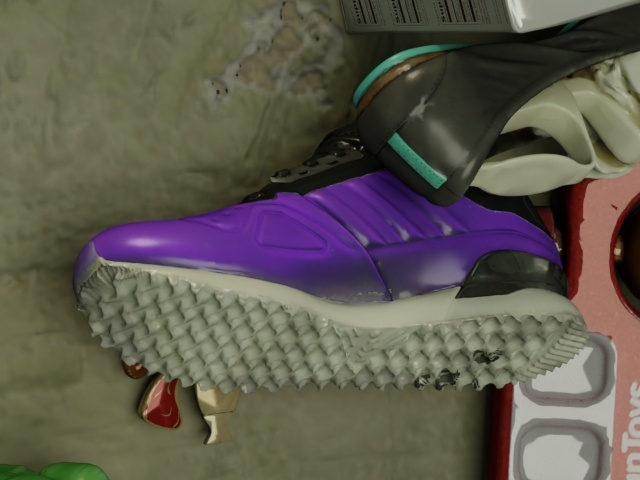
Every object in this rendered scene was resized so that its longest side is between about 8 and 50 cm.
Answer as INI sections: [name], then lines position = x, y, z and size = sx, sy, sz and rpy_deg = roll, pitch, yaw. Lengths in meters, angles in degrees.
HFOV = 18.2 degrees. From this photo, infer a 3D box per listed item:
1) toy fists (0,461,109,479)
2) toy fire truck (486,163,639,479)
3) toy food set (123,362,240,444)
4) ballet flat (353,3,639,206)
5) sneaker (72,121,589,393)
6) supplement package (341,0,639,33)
[toy fists]
position = -0.231, 0.161, 1.004
size = 0.279, 0.142, 0.096
rpy_deg = -3, 96, -24
[toy fire truck]
position = 0.226, 0.067, 1.203
size = 0.254, 0.169, 0.302
rpy_deg = 2, 93, -6
[toy food set]
position = -0.082, 0.054, 1.127
size = 0.078, 0.019, 0.122
rpy_deg = 4, 93, -25
[ballet flat]
position = 0.134, -0.075, 1.135
size = 0.280, 0.095, 0.096
rpy_deg = -21, 68, -40
[sneaker]
position = 0.000, 0.000, 1.110
size = 0.293, 0.102, 0.146
rpy_deg = 5, 58, -24
[supplement package]
position = 0.123, -0.205, 1.095
size = 0.194, 0.203, 0.149
rpy_deg = -17, 102, -21
